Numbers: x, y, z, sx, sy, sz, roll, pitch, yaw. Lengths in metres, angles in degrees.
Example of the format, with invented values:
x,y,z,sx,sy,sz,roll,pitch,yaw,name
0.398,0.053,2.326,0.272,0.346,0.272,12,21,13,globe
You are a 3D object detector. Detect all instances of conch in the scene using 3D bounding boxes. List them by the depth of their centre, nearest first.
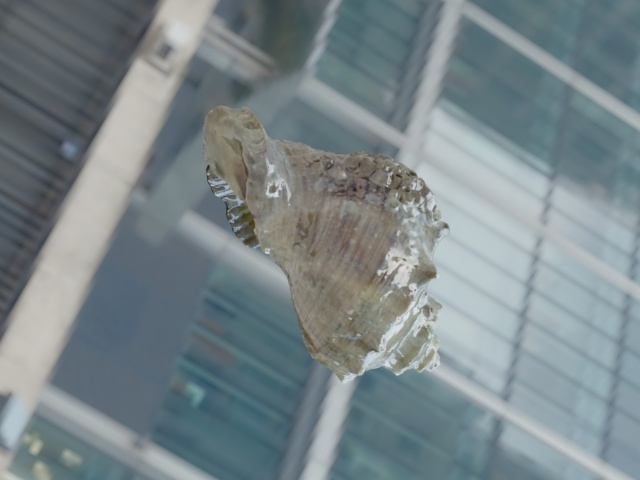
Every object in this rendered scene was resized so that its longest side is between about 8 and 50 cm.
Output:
x,y,z,sx,sy,sz,roll,pitch,yaw,name
0.000,0.000,1.416,0.163,0.245,0.178,-48,-173,-40,conch
